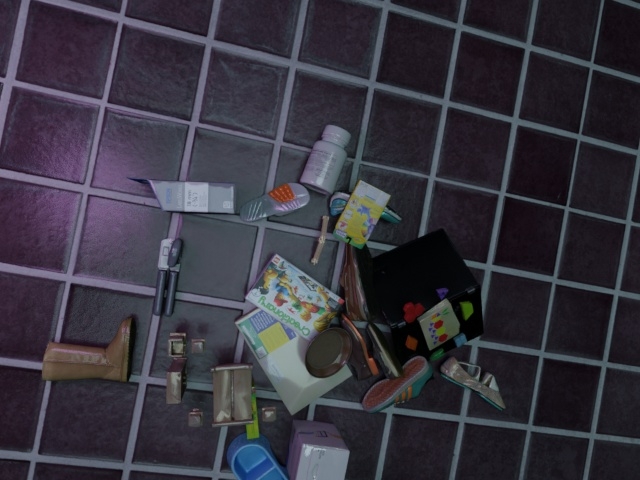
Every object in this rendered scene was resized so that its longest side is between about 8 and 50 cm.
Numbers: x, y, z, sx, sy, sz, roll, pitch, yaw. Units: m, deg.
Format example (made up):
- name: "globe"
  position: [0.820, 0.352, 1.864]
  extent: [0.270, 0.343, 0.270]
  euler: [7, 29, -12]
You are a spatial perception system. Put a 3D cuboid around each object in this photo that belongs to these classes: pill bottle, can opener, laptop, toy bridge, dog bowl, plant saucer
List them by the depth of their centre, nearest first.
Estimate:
- name: "can opener"
  position: [-0.533, 0.127, 1.658]
  extent: [0.074, 0.093, 0.280]
  euler: [8, 94, -12]
- name: "plant saucer"
  position: [0.022, 0.396, 1.709]
  extent: [0.199, 0.036, 0.198]
  euler: [-11, 112, -30]
- name: "dog bowl"
  position: [-0.217, 0.841, 1.730]
  extent: [0.166, 0.074, 0.297]
  euler: [-35, 96, -9]
- name: "pill bottle"
  position: [0.024, -0.293, 1.735]
  extent: [0.131, 0.131, 0.229]
  euler: [22, 86, -10]
- name: "toy bridge"
  position: [0.000, 0.000, 1.768]
  extent: [0.026, 0.063, 0.188]
  euler: [15, 87, -11]
- name: "laptop"
  position: [0.401, 0.236, 1.872]
  extent: [0.382, 0.236, 0.408]
  euler: [-23, 123, -9]

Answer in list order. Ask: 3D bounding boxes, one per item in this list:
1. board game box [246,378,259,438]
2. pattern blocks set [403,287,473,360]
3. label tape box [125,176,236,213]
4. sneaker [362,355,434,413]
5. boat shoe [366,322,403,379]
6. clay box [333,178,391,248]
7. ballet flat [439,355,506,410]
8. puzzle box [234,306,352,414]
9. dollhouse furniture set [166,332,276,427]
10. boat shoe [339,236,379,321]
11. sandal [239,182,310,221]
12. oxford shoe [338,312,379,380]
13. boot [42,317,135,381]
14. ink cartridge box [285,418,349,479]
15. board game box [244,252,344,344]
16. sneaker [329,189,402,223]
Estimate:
- name: "board game box"
  position: [-0.250, 0.601, 1.711]
  extent: [0.043, 0.092, 0.181]
  euler: [-5, 92, -10]
- name: "pattern blocks set"
  position: [0.437, 0.310, 1.768]
  extent: [0.285, 0.026, 0.325]
  euler: [-22, 123, -10]
- name: "label tape box"
  position: [-0.451, -0.143, 1.592]
  extent: [0.334, 0.240, 0.106]
  euler: [1, 92, -10]
- name: "sneaker"
  position: [0.303, 0.571, 1.809]
  extent: [0.302, 0.108, 0.121]
  euler: [-36, 117, 3]
- name: "boat shoe"
  position: [0.225, 0.420, 1.799]
  extent: [0.073, 0.080, 0.223]
  euler: [-35, 78, 20]
- name: "clay box"
  position: [0.144, -0.094, 1.714]
  extent: [0.127, 0.053, 0.222]
  euler: [27, 101, -5]
- name: "ballet flat"
  position: [0.616, 0.552, 1.871]
  extent: [0.316, 0.107, 0.106]
  euler: [32, 86, -11]
- name: "puzzle box"
  position: [-0.097, 0.395, 1.760]
  extent: [0.272, 0.052, 0.409]
  euler: [-31, 96, -9]
- name: "dollhouse furniture set"
  position: [-0.335, 0.459, 1.649]
  extent: [0.356, 0.174, 0.303]
  euler: [0, 91, -10]
- name: "boat shoe"
  position: [0.123, 0.142, 1.757]
  extent: [0.122, 0.120, 0.324]
  euler: [16, 62, -51]
- name: "sandal"
  position: [-0.163, -0.132, 1.737]
  extent: [0.265, 0.076, 0.102]
  euler: [-16, 79, 10]
- name: "oxford shoe"
  position: [0.121, 0.401, 1.782]
  extent: [0.098, 0.097, 0.271]
  euler: [-27, 95, -3]
- name: "boot"
  position: [-0.778, 0.367, 1.611]
  extent: [0.270, 0.089, 0.236]
  euler: [7, 89, -10]
- name: "ink cartridge box"
  position: [-0.016, 0.763, 1.686]
  extent: [0.168, 0.233, 0.171]
  euler: [11, 89, -11]
- name: "board game box"
  position: [-0.091, 0.208, 1.705]
  extent: [0.305, 0.053, 0.193]
  euler: [35, 85, -10]
- name: "sneaker"
  position: [0.168, -0.108, 1.795]
  extent: [0.275, 0.107, 0.110]
  euler: [15, 102, -3]
